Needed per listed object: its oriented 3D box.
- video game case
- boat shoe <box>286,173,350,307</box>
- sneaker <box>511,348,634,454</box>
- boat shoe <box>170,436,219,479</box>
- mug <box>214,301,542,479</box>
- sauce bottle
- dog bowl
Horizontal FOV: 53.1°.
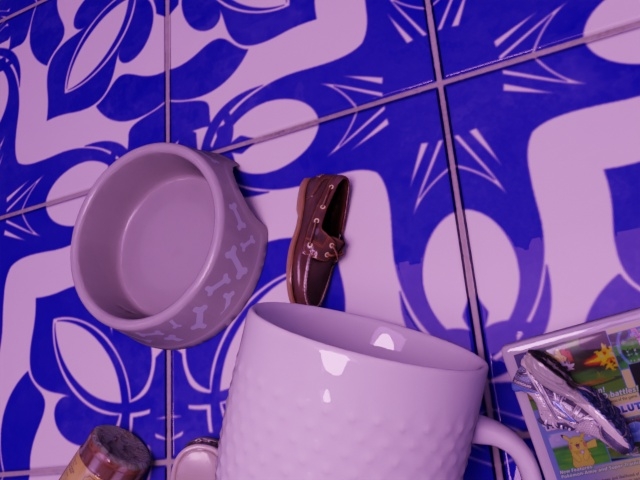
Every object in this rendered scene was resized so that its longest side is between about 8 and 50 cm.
[{"bbox_3d":[0.394,0.208,0.654,0.329,0.036,0.299,-21,81,21],"label":"video game case"},{"bbox_3d":[0.000,0.000,0.925,0.073,0.073,0.206,-2,75,29],"label":"boat shoe"},{"bbox_3d":[0.260,0.176,0.669,0.135,0.052,0.058,42,114,26],"label":"sneaker"},{"bbox_3d":[-0.172,0.443,0.891,0.112,0.095,0.334,7,82,4],"label":"boat shoe"},{"bbox_3d":[0.063,0.273,0.726,0.375,0.276,0.327,13,92,3],"label":"mug"},{"bbox_3d":[-0.389,0.451,0.978,0.111,0.111,0.344,34,94,30],"label":"sauce bottle"},{"bbox_3d":[-0.259,-0.001,1.042,0.349,0.102,0.348,-8,72,24],"label":"dog bowl"}]
